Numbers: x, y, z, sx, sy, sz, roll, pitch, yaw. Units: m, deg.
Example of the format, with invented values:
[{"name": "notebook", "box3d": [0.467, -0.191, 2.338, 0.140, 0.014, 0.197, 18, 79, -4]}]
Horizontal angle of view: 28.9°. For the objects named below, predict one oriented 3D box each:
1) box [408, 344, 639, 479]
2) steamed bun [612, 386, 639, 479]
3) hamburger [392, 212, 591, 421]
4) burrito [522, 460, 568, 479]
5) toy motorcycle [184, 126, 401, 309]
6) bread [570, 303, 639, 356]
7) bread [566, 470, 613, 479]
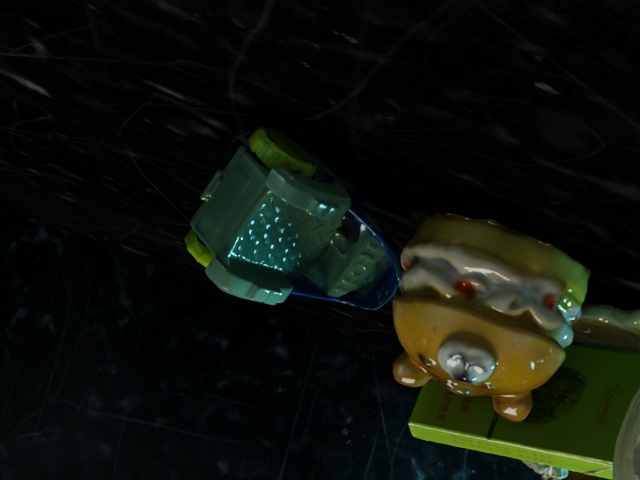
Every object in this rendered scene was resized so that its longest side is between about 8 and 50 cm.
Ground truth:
[{"name": "box", "box3d": [0.311, 0.227, 1.771, 0.334, 0.187, 0.047, 8, 141, 25]}, {"name": "steamed bun", "box3d": [0.580, 0.238, 1.453, 0.371, 0.290, 0.456, 18, 172, -6]}, {"name": "hamburger", "box3d": [0.218, 0.107, 1.704, 0.276, 0.237, 0.276, 19, 171, 3]}, {"name": "burrito", "box3d": [0.272, 0.199, 1.926, 0.392, 0.076, 0.117, 62, 170, 21]}, {"name": "toy motorcycle", "box3d": [0.000, 0.000, 1.663, 0.326, 0.191, 0.200, 17, -156, -44]}, {"name": "bread", "box3d": [0.457, 0.197, 1.843, 0.316, 0.054, 0.316, 16, 141, 13]}, {"name": "bread", "box3d": [0.573, 0.408, 2.118, 0.253, 0.376, 0.348, 30, 169, -36]}]
